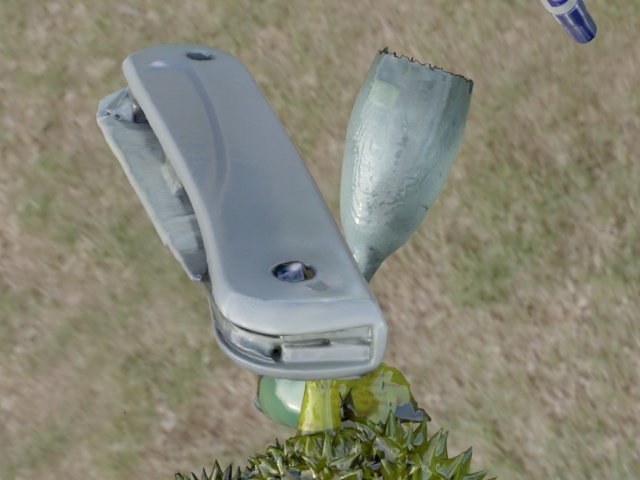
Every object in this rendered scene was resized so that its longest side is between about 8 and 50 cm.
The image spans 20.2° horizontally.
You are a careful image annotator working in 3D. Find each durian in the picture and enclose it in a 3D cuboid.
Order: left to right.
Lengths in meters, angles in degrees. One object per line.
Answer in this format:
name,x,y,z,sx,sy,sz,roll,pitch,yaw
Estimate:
durian,-0.001,0.156,0.678,0.198,0.159,0.146,-44,27,-9

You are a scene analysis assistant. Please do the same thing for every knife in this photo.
knife,-0.038,-0.018,0.709,0.073,0.040,0.265,1,25,-18

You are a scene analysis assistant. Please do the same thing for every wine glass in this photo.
wine glass,0.000,0.000,1.379,0.096,0.264,0.309,22,98,26

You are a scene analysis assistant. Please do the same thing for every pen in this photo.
pen,0.136,-0.161,1.090,0.025,0.204,0.025,-6,73,21
